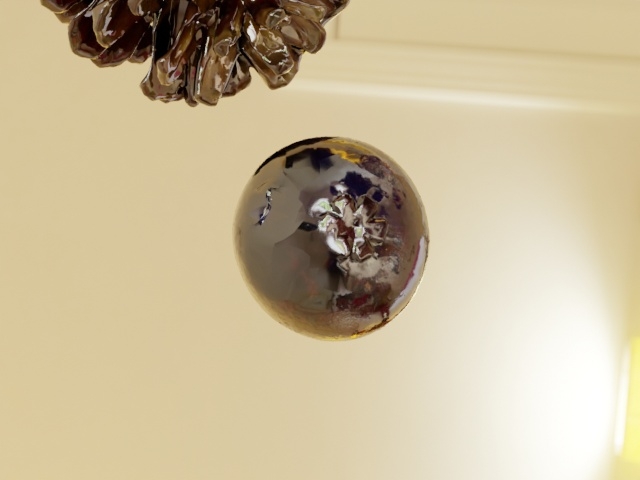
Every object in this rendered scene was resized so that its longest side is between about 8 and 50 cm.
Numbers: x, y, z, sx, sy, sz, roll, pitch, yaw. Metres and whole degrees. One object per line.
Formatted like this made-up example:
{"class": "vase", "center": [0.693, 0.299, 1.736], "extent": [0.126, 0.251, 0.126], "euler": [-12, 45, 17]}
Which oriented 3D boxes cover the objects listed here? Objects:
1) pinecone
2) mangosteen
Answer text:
{"class": "pinecone", "center": [-0.148, -0.338, 2.010], "extent": [0.398, 0.398, 0.397], "euler": [5, -90, -79]}
{"class": "mangosteen", "center": [0.000, 0.000, 1.611], "extent": [0.230, 0.194, 0.194], "euler": [169, 108, -68]}
